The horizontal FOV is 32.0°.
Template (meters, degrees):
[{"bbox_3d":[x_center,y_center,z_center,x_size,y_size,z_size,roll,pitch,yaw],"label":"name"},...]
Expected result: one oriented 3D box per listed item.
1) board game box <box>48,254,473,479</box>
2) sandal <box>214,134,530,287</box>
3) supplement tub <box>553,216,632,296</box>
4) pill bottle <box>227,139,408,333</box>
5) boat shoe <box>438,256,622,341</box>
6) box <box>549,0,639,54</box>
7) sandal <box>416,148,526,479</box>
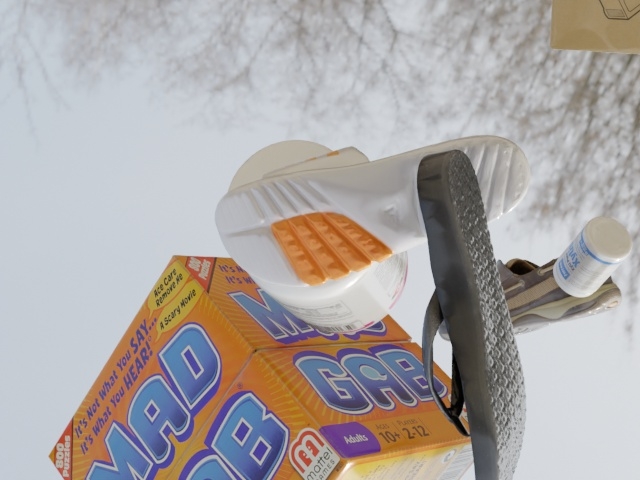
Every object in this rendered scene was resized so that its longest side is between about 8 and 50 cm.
[{"bbox_3d":[-0.064,0.270,1.487,0.356,0.357,0.356,46,-157,29],"label":"board game box"},{"bbox_3d":[0.045,-0.033,0.943,0.265,0.102,0.076,-13,-158,11],"label":"sandal"},{"bbox_3d":[0.371,0.023,1.523,0.071,0.107,0.071,9,-126,-13],"label":"supplement tub"},{"bbox_3d":[0.000,0.000,1.196,0.160,0.160,0.283,30,173,17],"label":"pill bottle"},{"bbox_3d":[0.354,0.093,1.945,0.132,0.355,0.130,0,-105,-51],"label":"boat shoe"},{"bbox_3d":[0.346,-0.314,1.267,0.164,0.201,0.021,10,-158,30],"label":"box"},{"bbox_3d":[0.106,0.061,0.835,0.054,0.255,0.097,-11,180,25],"label":"sandal"}]
